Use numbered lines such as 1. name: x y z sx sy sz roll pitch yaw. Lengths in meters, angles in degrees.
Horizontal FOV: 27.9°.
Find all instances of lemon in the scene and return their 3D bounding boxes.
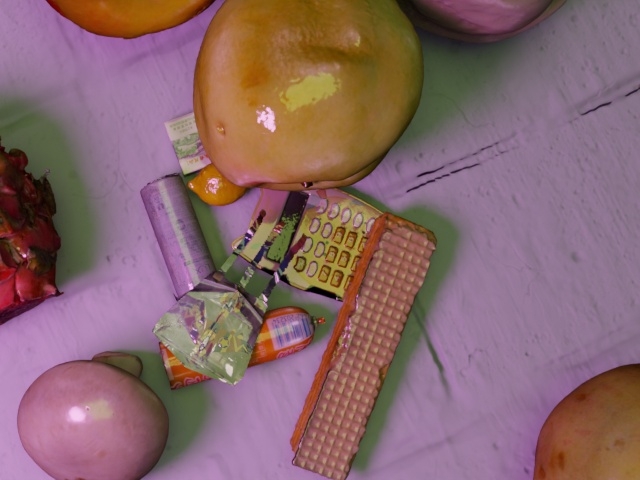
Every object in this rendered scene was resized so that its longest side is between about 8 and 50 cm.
1. lemon: -0.144 -0.081 1.836 0.092 0.065 0.065 -7 82 -10

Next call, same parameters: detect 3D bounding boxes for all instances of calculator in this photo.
1. calculator: 0.000 0.000 1.852 0.236 0.033 0.157 22 79 -3

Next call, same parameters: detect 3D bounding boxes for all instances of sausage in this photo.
1. sausage: -0.105 0.144 1.800 0.234 0.071 0.071 -16 82 -6

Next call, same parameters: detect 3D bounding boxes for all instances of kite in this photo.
1. kite: -0.115 0.074 1.773 0.141 0.015 0.245 33 78 0

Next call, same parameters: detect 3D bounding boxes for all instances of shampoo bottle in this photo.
1. shampoo bottle: -0.191 0.016 1.817 0.072 0.072 0.214 -20 83 -7

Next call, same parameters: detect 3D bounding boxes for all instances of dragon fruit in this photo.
1. dragon fruit: -0.491 -0.019 1.716 0.269 0.250 0.291 -27 90 11

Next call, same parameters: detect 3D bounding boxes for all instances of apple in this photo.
1. apple: 0.454 0.315 1.695 0.338 0.305 0.338 1 79 -4

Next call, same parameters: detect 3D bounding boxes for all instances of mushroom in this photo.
1. mushroom: -0.298 0.229 1.732 0.204 0.204 0.204 1 81 -4

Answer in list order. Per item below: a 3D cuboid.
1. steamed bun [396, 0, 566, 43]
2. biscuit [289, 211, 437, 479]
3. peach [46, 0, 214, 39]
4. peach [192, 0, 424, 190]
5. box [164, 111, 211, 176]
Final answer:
1. steamed bun: 0.208 -0.433 1.822 0.342 0.255 0.367 -17 64 -12
2. biscuit: 0.061 0.147 1.805 0.094 0.054 0.378 23 82 -15
3. peach: -0.264 -0.468 1.763 0.370 0.370 0.370 1 81 -4
4. peach: -0.020 -0.216 1.754 0.314 0.281 0.315 -10 73 -2
5. box: -0.187 -0.139 1.863 0.054 0.024 0.083 -21 83 -8
